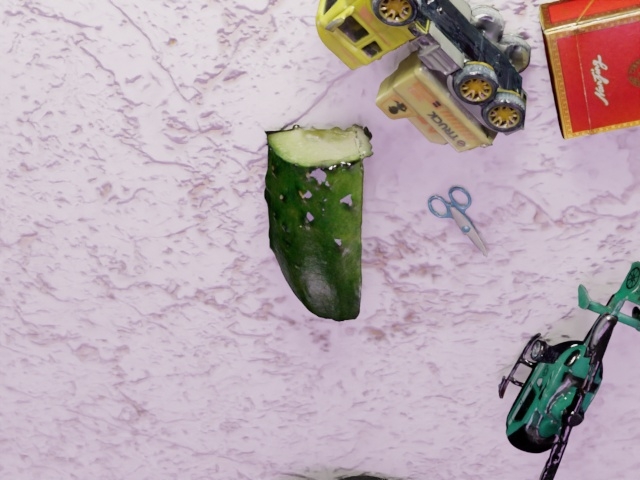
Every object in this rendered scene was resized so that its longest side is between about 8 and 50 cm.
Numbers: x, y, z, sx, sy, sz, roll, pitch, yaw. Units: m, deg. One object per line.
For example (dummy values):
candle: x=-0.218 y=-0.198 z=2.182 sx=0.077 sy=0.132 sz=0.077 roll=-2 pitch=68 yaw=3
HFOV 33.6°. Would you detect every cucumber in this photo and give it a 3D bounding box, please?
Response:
cucumber: x=-0.003 y=0.001 z=1.385 sx=0.145 sy=0.105 sz=0.325 roll=1 pitch=134 yaw=4

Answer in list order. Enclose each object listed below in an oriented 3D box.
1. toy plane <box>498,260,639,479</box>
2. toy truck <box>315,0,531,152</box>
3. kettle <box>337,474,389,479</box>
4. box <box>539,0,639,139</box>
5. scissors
toy plane: x=0.355 y=0.184 z=1.479 sx=0.106 sy=0.155 sz=0.381 roll=22 pitch=113 yaw=-12
toy truck: x=0.111 y=-0.207 z=1.177 sx=0.157 sy=0.124 sz=0.272 roll=-26 pitch=128 yaw=38
kettle: x=0.019 y=0.562 z=1.821 sx=0.321 sy=0.228 sz=0.324 roll=28 pitch=138 yaw=16
box: x=0.375 y=-0.210 z=1.182 sx=0.240 sy=0.074 sz=0.153 roll=-10 pitch=133 yaw=13
scissors: x=0.191 y=-0.022 z=1.399 sx=0.058 sy=0.014 sz=0.119 roll=-25 pitch=121 yaw=26
